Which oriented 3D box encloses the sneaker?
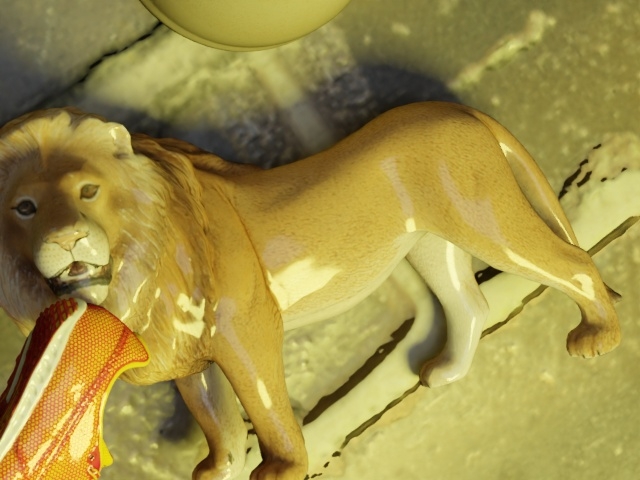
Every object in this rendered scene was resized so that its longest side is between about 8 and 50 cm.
[{"bbox_3d":[-0.140,0.115,0.681,0.067,0.064,0.175,32,88,-22],"label":"sneaker"}]

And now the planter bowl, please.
[{"bbox_3d":[-0.031,-0.187,0.784,0.162,0.109,0.162,-2,98,-17],"label":"planter bowl"}]

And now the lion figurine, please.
[{"bbox_3d":[0.000,0.000,0.826,0.392,0.142,0.240,-21,96,-27],"label":"lion figurine"}]
